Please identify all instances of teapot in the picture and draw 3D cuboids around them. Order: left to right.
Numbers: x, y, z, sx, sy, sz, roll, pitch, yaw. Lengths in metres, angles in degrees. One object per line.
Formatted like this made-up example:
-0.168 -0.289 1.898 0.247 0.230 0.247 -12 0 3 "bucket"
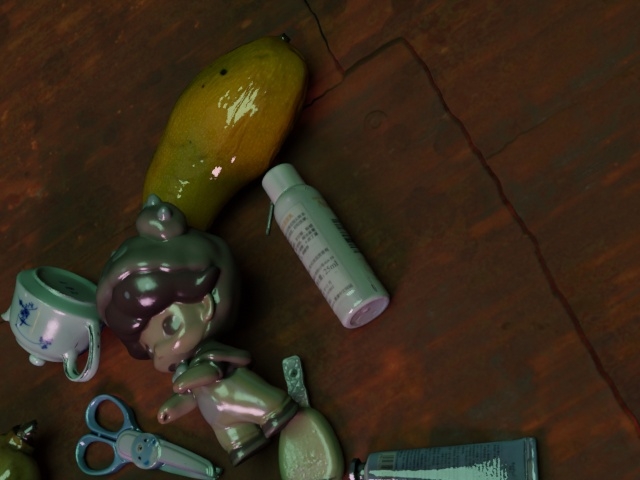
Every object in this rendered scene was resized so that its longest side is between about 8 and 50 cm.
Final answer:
-0.412 0.132 1.843 0.232 0.159 0.159 34 93 36 "teapot"

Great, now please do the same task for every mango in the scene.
-0.152 -0.158 1.794 0.359 0.144 0.187 -48 60 10 "mango"

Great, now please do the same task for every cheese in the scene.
-0.024 0.258 1.688 0.097 0.037 0.192 -18 71 19 "cheese"

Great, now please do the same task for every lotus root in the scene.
-0.493 0.372 1.833 0.125 0.118 0.221 22 86 -5 "lotus root"

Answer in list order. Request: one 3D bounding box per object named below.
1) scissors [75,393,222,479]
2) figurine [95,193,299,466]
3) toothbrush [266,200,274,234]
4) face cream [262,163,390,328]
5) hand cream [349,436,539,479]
-0.259 0.316 1.786 0.256 0.030 0.125 12 84 29 "scissors"
-0.177 0.130 1.699 0.381 0.203 0.248 55 140 16 "figurine"
-0.074 -0.056 1.807 0.008 0.006 0.097 0 77 37 "toothbrush"
0.000 0.000 1.718 0.082 0.082 0.269 -38 65 12 "face cream"
0.163 0.309 1.582 0.256 0.055 0.088 -6 67 21 "hand cream"
